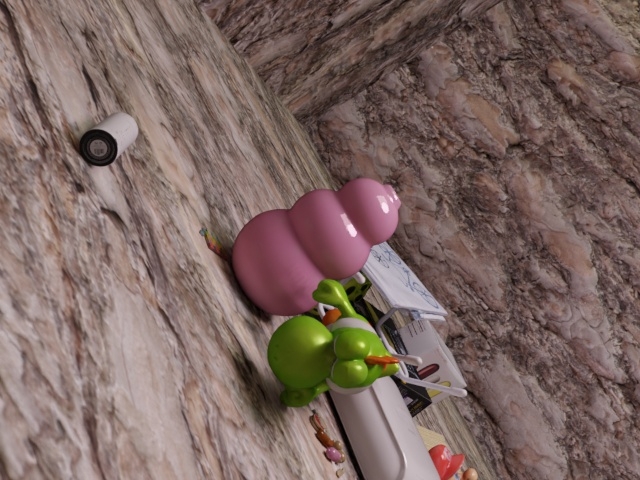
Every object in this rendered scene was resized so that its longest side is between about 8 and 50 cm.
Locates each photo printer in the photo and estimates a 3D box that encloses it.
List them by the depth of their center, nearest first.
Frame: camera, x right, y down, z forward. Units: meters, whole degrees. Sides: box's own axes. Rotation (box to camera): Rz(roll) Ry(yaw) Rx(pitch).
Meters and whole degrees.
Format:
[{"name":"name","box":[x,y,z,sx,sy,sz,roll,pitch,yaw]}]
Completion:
[{"name":"photo printer","box":[0.136,0.405,1.417,0.256,0.107,0.308,47,15,-52]}]

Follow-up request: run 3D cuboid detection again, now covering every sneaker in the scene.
[{"name":"sneaker","box":[0.041,0.093,1.690,0.123,0.109,0.295,41,27,24]}]

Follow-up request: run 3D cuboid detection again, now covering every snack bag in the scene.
[{"name":"snack bag","box":[0.152,0.068,1.683,0.323,0.037,0.342,52,17,26]}]

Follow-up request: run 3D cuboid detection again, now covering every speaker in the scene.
[{"name":"speaker","box":[-0.308,-0.151,1.014,0.055,0.055,0.136,56,10,-19]}]

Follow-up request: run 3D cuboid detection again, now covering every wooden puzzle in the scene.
[{"name":"wooden puzzle","box":[-0.196,0.004,1.265,0.083,0.006,0.049,45,16,-55]}]

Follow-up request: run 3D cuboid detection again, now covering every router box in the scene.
[{"name":"router box","box":[0.137,0.279,1.764,0.243,0.081,0.309,37,19,-37]}]

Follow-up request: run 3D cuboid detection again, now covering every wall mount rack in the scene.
[{"name":"wall mount rack","box":[0.156,0.227,1.515,0.350,0.130,0.304,37,17,-42]}]

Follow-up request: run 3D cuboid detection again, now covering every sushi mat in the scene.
[{"name":"sushi mat","box":[0.273,0.538,1.797,0.316,0.019,0.151,34,19,-44]}]

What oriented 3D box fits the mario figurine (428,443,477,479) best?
[{"name":"mario figurine","box":[0.345,0.623,1.610,0.198,0.170,0.321,-17,-82,64]}]

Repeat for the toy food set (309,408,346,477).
[{"name":"toy food set","box":[0.016,0.354,1.220,0.122,0.019,0.078,61,9,12]}]

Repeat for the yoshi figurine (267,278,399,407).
[{"name":"yoshi figurine","box":[0.003,0.183,1.162,0.204,0.203,0.362,59,-3,8]}]

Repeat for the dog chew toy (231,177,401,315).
[{"name":"dog chew toy","box":[0.000,0.000,1.298,0.207,0.331,0.207,57,10,-15]}]

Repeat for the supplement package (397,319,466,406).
[{"name":"supplement package","box":[0.277,0.367,1.998,0.194,0.203,0.149,53,10,-29]}]
